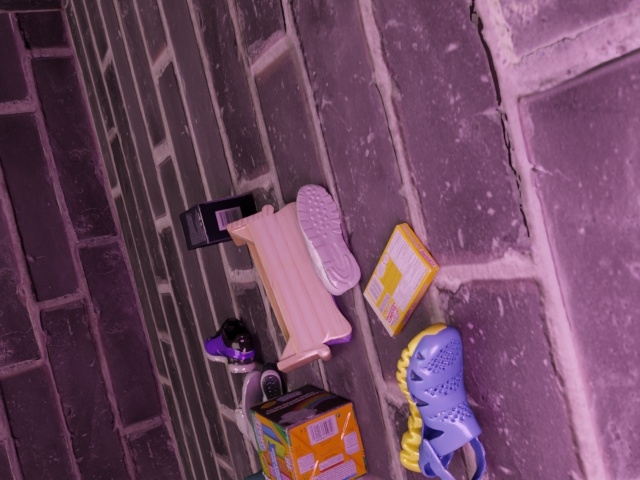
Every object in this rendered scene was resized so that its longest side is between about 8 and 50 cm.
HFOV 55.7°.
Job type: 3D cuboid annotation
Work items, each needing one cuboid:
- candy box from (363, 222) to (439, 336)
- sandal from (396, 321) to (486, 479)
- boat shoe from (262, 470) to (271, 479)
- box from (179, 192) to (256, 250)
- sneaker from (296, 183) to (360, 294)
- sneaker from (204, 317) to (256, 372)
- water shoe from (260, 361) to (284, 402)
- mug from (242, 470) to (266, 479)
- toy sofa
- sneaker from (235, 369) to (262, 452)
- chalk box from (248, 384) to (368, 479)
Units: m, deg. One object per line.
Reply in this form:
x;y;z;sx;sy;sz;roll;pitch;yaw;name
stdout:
0.139;0.074;1.081;0.105;0.027;0.206;55;146;28;candy box
0.206;0.274;0.973;0.138;0.126;0.318;29;136;49;sandal
-0.130;0.682;1.799;0.095;0.084;0.258;54;145;34;boat shoe
-0.278;-0.048;1.642;0.207;0.153;0.108;-13;92;61;box
0.000;0.000;1.243;0.095;0.090;0.235;138;115;-69;sneaker
-0.281;0.308;1.894;0.293;0.102;0.146;6;101;57;sneaker
-0.133;0.438;1.727;0.080;0.072;0.203;-100;10;-60;water shoe
-0.217;0.867;2.031;0.129;0.097;0.158;6;108;60;mug
-0.067;0.105;1.376;0.150;0.177;0.363;85;163;-75;toy sofa
-0.213;0.504;1.841;0.169;0.108;0.293;21;123;53;sneaker
-0.049;0.470;1.454;0.289;0.180;0.179;-6;98;63;chalk box
